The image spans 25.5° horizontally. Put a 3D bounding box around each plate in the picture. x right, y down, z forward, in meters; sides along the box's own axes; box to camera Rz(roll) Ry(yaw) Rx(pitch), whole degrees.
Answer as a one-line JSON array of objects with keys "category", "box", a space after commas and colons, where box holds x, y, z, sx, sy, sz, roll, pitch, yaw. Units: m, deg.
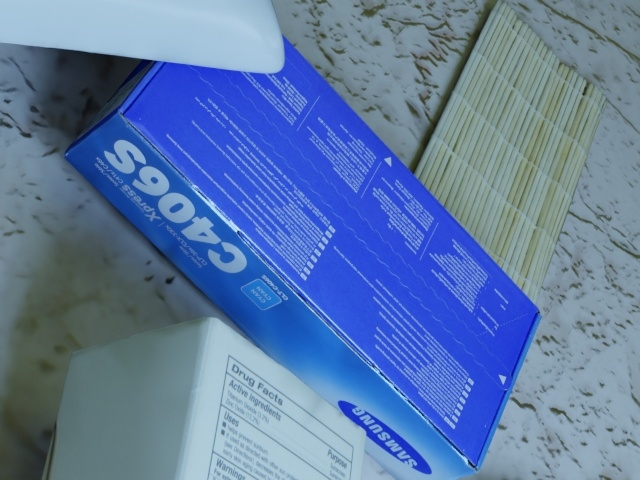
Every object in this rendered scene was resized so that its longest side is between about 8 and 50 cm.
[{"category": "plate", "box": [-0.159, -0.245, 0.915, 0.277, 0.045, 0.278, 3, 61, -34]}]

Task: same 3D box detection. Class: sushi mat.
[{"category": "sushi mat", "box": [0.172, -0.083, 1.257, 0.151, 0.019, 0.316, 38, 45, -11]}]

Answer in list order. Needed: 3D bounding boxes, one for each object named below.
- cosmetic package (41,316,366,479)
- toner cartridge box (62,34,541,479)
[{"category": "cosmetic package", "box": [-0.075, 0.217, 0.748, 0.160, 0.113, 0.309, 42, 43, -41]}, {"category": "toner cartridge box", "box": [0.000, 0.000, 0.989, 0.348, 0.075, 0.165, 46, 47, -16]}]
